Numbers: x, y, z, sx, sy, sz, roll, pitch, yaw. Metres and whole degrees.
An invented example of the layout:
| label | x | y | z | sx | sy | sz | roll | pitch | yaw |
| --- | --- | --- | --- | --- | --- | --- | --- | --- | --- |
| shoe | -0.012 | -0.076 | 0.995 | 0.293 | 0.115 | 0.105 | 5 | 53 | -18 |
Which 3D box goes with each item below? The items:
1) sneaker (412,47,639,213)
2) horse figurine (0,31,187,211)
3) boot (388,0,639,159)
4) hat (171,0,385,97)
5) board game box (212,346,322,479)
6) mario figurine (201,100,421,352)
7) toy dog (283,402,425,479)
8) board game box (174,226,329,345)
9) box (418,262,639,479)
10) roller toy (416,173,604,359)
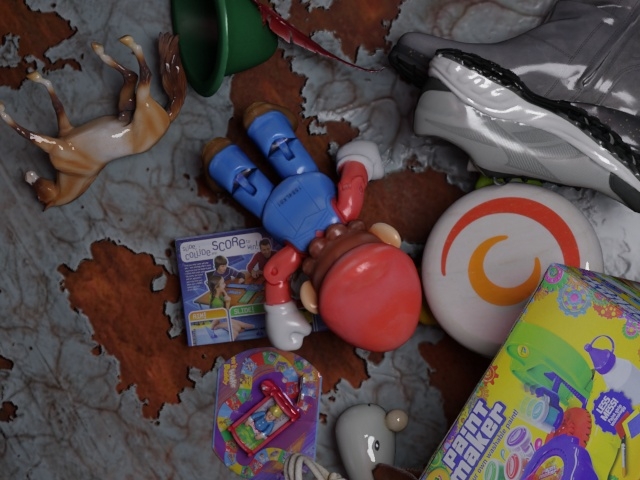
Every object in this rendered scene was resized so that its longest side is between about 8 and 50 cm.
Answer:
| label | x | y | z | sx | sy | sz | roll | pitch | yaw |
| --- | --- | --- | --- | --- | --- | --- | --- | --- | --- |
| sneaker | 0.221 | -0.097 | 1.028 | 0.271 | 0.100 | 0.108 | 29 | 112 | 5 |
| horse figurine | -0.265 | -0.149 | 1.210 | 0.263 | 0.066 | 0.174 | -28 | 126 | -1 |
| boot | 0.263 | -0.235 | 1.117 | 0.338 | 0.118 | 0.223 | 18 | 91 | -1 |
| hat | -0.064 | -0.261 | 1.204 | 0.183 | 0.173 | 0.209 | -10 | 79 | -25 |
| board game box | -0.070 | 0.216 | 1.214 | 0.133 | 0.033 | 0.169 | 5 | 91 | 11 |
| mario figurine | 0.000 | 0.000 | 1.135 | 0.320 | 0.170 | 0.198 | 53 | 130 | 25 |
| toy dog | 0.124 | 0.323 | 1.078 | 0.161 | 0.220 | 0.334 | -32 | 81 | 22 |
| board game box | -0.070 | 0.050 | 1.211 | 0.201 | 0.035 | 0.136 | -7 | 89 | 11 |
| box | 0.280 | 0.200 | 0.977 | 0.177 | 0.279 | 0.290 | 40 | 109 | 38 |
| roller toy | 0.213 | 0.042 | 1.099 | 0.191 | 0.146 | 0.209 | 40 | 92 | 18 |
